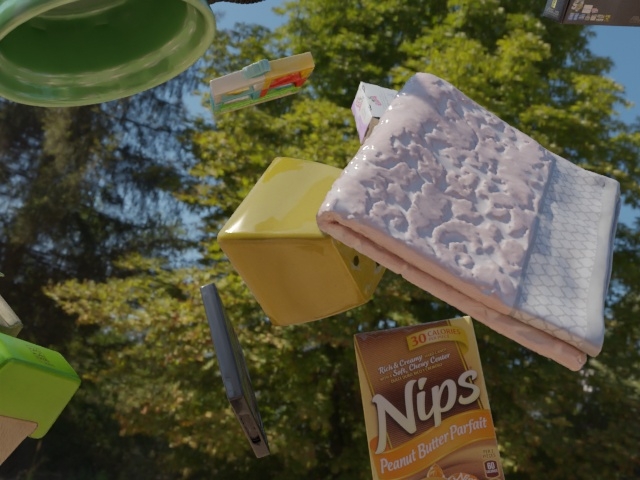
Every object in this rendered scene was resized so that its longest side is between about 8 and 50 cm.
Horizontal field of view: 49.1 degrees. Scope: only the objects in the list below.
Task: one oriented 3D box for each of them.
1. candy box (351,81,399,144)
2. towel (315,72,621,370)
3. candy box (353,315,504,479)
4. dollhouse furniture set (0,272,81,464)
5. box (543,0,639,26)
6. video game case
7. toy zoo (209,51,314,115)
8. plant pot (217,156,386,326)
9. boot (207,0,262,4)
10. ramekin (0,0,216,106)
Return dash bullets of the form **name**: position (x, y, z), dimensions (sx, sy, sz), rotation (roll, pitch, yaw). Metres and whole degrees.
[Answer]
- **candy box**: position (0.175, -0.250, 1.490), dimensions (0.196, 0.165, 0.070), rotation (12, -54, -14)
- **towel**: position (0.192, -0.046, 0.806), dimensions (0.316, 0.332, 0.053), rotation (30, -47, 4)
- **candy box**: position (0.162, 0.285, 1.034), dimensions (0.182, 0.317, 0.087), rotation (-10, -21, 7)
- **dollhouse furniture set**: position (-0.348, 0.046, 0.497), dimensions (0.301, 0.151, 0.197), rotation (39, -5, 28)
- **box**: position (0.550, -0.503, 1.323), dimensions (0.232, 0.184, 0.059), rotation (-7, 34, -27)
- **video game case**: position (-0.172, 0.262, 1.411), dimensions (0.035, 0.275, 0.248), rotation (-18, -41, -5)
- **toy zoo**: position (-0.118, -0.300, 1.348), dimensions (0.192, 0.030, 0.293), rotation (-18, 4, -9)
- **plant pot**: position (0.000, 0.000, 1.136), dimensions (0.187, 0.212, 0.212), rotation (-1, -48, 37)
- **boot**: position (-0.156, -0.459, 1.134), dimensions (0.197, 0.137, 0.077), rotation (-6, -16, -8)
- **ramekin**: position (-0.302, -0.307, 0.914), dimensions (0.303, 0.148, 0.303), rotation (-19, -7, -2)
